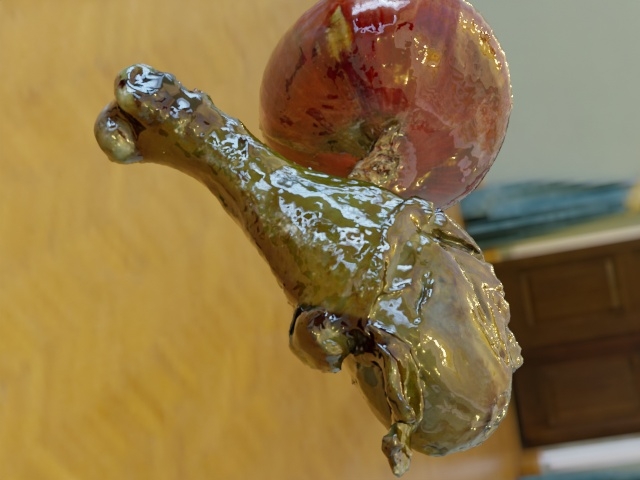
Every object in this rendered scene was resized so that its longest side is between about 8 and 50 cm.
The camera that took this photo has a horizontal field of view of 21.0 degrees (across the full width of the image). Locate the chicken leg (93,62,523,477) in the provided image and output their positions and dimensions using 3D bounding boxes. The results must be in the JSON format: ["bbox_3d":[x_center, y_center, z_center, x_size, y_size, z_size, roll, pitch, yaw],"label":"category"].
[{"bbox_3d":[0.015,-0.001,1.259,0.361,0.140,0.211,50,24,19],"label":"chicken leg"}]

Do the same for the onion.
[{"bbox_3d":[0.063,-0.117,1.565,0.161,0.248,0.248,56,-6,44],"label":"onion"}]
